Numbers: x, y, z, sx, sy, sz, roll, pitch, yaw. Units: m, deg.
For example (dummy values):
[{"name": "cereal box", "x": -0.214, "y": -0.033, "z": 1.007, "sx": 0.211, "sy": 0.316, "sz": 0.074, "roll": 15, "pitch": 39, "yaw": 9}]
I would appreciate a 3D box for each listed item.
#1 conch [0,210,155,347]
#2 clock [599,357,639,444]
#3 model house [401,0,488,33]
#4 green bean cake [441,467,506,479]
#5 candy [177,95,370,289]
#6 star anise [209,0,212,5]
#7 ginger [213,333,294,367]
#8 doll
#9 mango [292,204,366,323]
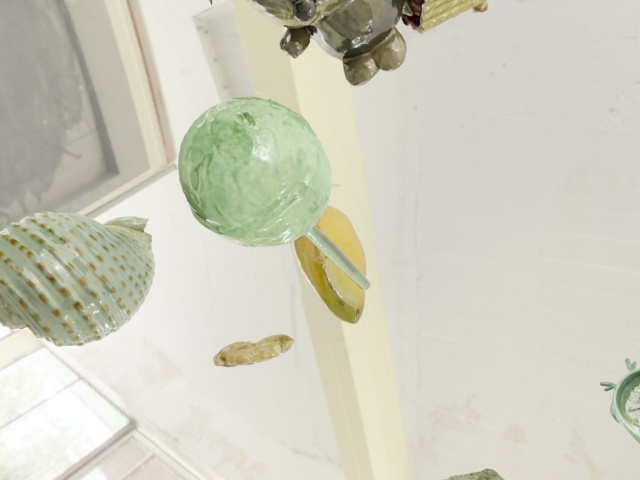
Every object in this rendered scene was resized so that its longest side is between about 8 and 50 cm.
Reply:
[{"name": "conch", "x": -0.279, "y": 0.043, "z": 0.522, "sx": 0.172, "sy": 0.200, "sz": 0.131, "roll": 67, "pitch": -15, "yaw": -17}, {"name": "clock", "x": 0.651, "y": 0.316, "z": 0.894, "sx": 0.066, "sy": 0.159, "sz": 0.211, "roll": 41, "pitch": 9, "yaw": -20}, {"name": "model house", "x": 0.222, "y": -0.498, "z": 0.800, "sx": 0.160, "sy": 0.196, "sz": 0.254, "roll": 59, "pitch": -3, "yaw": 47}, {"name": "green bean cake", "x": 0.115, "y": 0.329, "z": 0.355, "sx": 0.222, "sy": 0.227, "sz": 0.125, "roll": 54, "pitch": -32, "yaw": 17}, {"name": "candy", "x": 0.000, "y": 0.000, "z": 0.509, "sx": 0.119, "sy": 0.119, "sz": 0.440, "roll": 31, "pitch": -7, "yaw": 27}, {"name": "star anise", "x": -0.181, "y": -0.359, "z": 0.604, "sx": 0.141, "sy": 0.141, "sz": 0.042, "roll": 6, "pitch": -92, "yaw": 43}, {"name": "ginger", "x": -0.127, "y": 0.215, "z": 0.905, "sx": 0.193, "sy": 0.176, "sz": 0.052, "roll": 141, "pitch": -58, "yaw": -63}, {"name": "doll", "x": -0.025, "y": -0.477, "z": 0.776, "sx": 0.252, "sy": 0.382, "sz": 0.378, "roll": -37, "pitch": -135, "yaw": 20}, {"name": "mango", "x": 0.023, "y": 0.035, "z": 0.984, "sx": 0.119, "sy": 0.176, "sz": 0.316, "roll": -36, "pitch": -134, "yaw": 25}]
